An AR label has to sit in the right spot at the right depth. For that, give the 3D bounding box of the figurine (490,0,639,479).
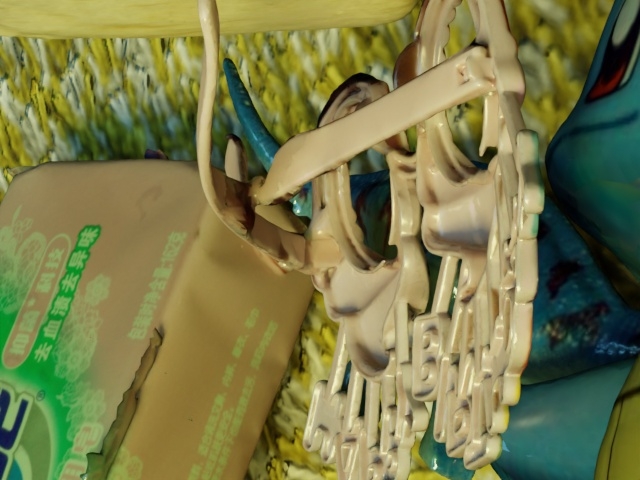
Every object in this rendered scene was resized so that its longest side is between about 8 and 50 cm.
[{"bbox_3d":[0.150,0.105,0.447,0.298,0.243,0.416,67,179,-78],"label":"figurine"}]

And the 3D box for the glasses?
[{"bbox_3d":[0.007,0.005,0.548,0.255,0.095,0.162,127,132,-69],"label":"glasses"}]

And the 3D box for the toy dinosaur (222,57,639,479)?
[{"bbox_3d":[0.060,0.029,0.658,0.329,0.076,0.144,21,101,40],"label":"toy dinosaur"}]

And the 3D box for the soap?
[{"bbox_3d":[-0.117,0.094,0.764,0.218,0.098,0.273,1,63,46],"label":"soap"}]

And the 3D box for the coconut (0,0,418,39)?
[{"bbox_3d":[-0.035,-0.209,0.584,0.329,0.329,0.329,10,104,47],"label":"coconut"}]
